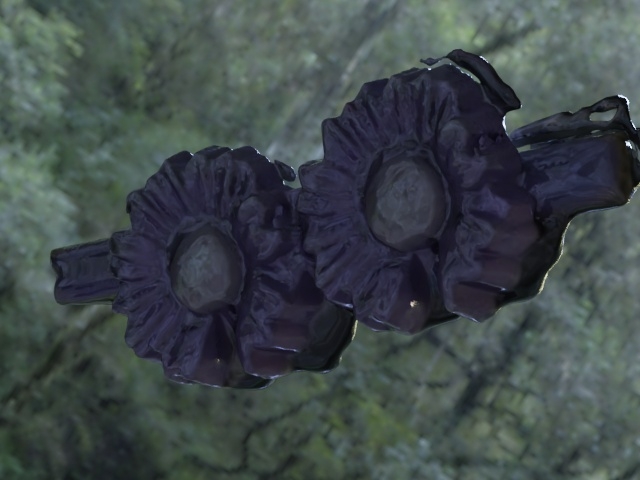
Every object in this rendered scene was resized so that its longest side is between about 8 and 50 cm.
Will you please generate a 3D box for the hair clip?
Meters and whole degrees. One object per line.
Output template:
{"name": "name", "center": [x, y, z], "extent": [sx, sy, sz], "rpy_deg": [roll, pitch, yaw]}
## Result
{"name": "hair clip", "center": [0.000, 0.000, 0.611], "extent": [0.292, 0.106, 0.084], "rpy_deg": [-16, -10, 40]}
